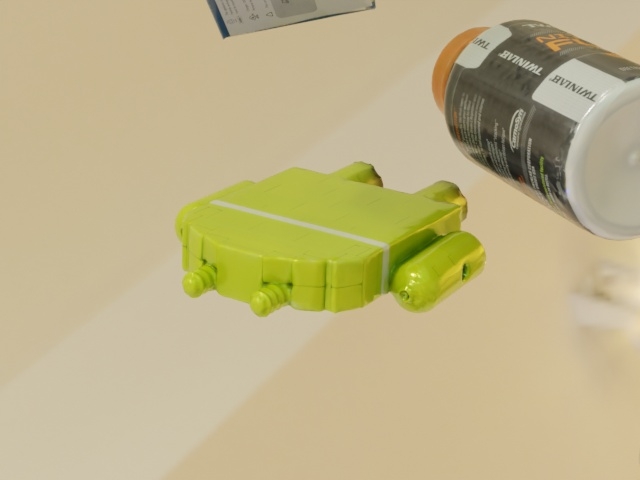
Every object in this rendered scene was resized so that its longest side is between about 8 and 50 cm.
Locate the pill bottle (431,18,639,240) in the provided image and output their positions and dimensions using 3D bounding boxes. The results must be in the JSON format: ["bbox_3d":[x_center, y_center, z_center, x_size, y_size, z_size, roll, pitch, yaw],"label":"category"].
[{"bbox_3d":[0.182,-0.098,1.488,0.130,0.245,0.130,-10,-66,-24],"label":"pill bottle"}]

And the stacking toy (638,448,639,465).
[{"bbox_3d":[0.295,0.250,1.084,0.141,0.141,0.330,-17,-91,-56],"label":"stacking toy"}]

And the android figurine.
[{"bbox_3d":[0.000,0.000,1.506,0.273,0.248,0.056,-30,-52,-54],"label":"android figurine"}]

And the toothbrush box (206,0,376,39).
[{"bbox_3d":[-0.048,-0.335,1.386,0.216,0.126,0.295,67,-164,-59],"label":"toothbrush box"}]
